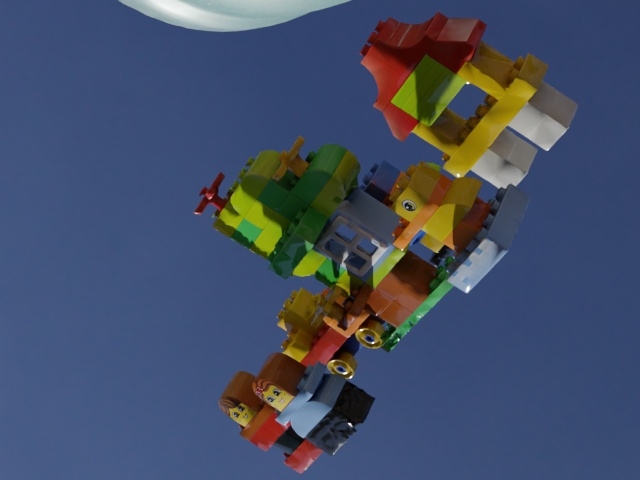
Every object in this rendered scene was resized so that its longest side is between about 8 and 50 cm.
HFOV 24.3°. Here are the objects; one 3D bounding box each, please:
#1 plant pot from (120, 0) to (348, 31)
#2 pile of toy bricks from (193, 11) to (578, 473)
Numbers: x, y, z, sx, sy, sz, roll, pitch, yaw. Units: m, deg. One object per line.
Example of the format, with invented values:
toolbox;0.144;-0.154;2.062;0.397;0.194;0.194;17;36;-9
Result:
plant pot;0.006;-0.250;0.696;0.196;0.293;0.293;5;-111;48
pile of toy bricks;0.000;0.000;0.612;0.105;0.212;0.118;33;-131;-4
